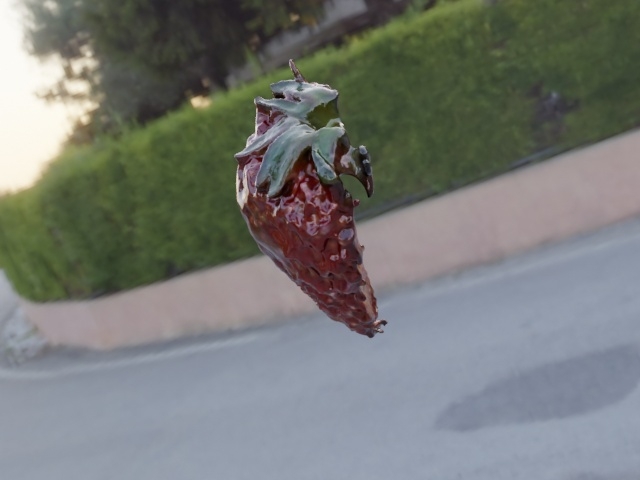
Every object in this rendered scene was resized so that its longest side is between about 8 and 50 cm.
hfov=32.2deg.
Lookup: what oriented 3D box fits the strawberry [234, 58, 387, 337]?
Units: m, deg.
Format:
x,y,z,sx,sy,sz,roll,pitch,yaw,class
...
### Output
x,y,z,sx,sy,sz,roll,pitch,yaw,class
-0.006,0.000,0.750,0.087,0.208,0.167,-13,36,-2,strawberry
